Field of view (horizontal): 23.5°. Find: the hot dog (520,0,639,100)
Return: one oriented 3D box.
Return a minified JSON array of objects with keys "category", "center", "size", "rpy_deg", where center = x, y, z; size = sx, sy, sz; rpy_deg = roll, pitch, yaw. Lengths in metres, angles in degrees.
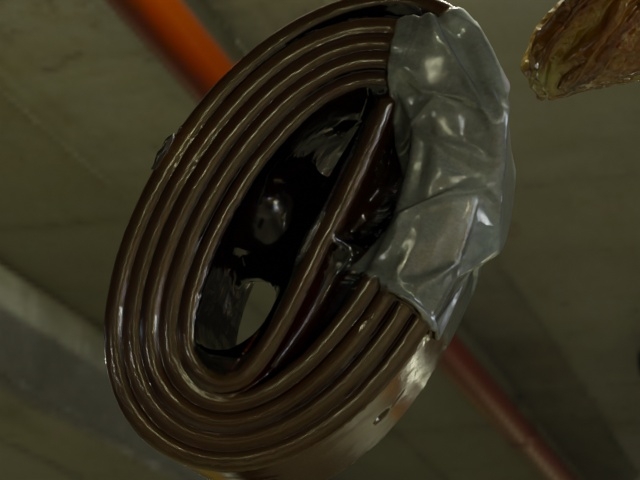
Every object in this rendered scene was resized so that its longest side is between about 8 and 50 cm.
[{"category":"hot dog","center":[0.277,-0.185,1.219],"size":[0.259,0.114,0.175],"rpy_deg":[-10,-1,-15]}]

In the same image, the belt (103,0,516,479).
[{"category":"belt","center":[0.000,0.000,1.001],"size":[0.217,0.339,0.122],"rpy_deg":[28,-10,17]}]
